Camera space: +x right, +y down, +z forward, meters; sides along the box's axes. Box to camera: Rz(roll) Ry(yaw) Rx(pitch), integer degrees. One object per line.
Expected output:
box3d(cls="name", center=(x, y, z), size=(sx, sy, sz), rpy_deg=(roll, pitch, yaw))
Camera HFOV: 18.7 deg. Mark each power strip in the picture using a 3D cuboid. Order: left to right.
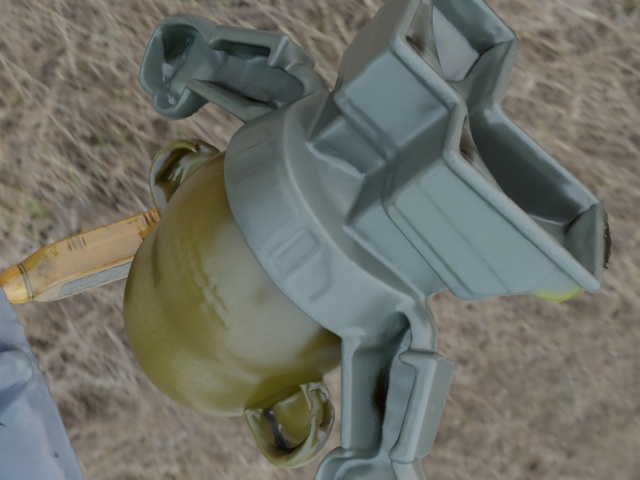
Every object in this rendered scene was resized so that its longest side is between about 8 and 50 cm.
box3d(cls="power strip", center=(-0.127, 0.006, 1.229), size=(0.178, 0.049, 0.028), rpy_deg=(-20, 79, -18))

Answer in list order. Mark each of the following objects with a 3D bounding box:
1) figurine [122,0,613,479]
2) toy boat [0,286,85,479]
box3d(cls="figurine", center=(-0.001, -0.001, 1.109), size=(0.167, 0.342, 0.285), rpy_deg=(27, 127, -37))
box3d(cls="toy boat", center=(-0.106, 0.053, 0.388), size=(0.078, 0.127, 0.283), rpy_deg=(-24, 87, 28))
